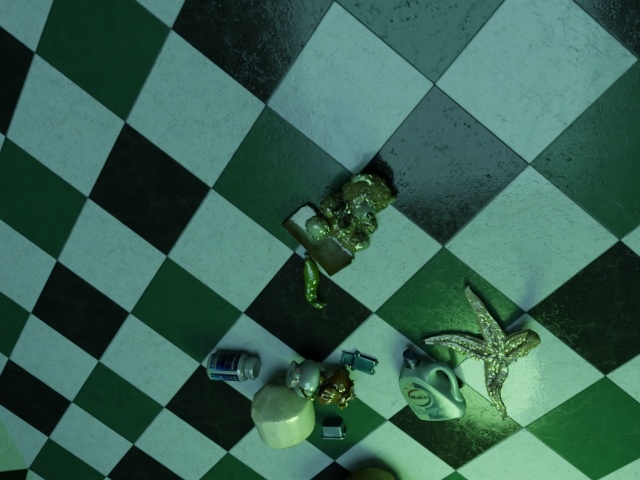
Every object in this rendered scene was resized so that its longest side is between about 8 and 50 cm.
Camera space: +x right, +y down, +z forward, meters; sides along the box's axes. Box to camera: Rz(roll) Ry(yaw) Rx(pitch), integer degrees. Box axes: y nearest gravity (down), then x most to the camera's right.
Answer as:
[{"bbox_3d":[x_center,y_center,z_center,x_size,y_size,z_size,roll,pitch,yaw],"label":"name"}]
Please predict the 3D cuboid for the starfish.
[{"bbox_3d":[0.558,0.371,1.633,0.383,0.132,0.398,33,136,7],"label":"starfish"}]

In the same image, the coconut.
[{"bbox_3d":[-0.146,0.643,1.889,0.237,0.237,0.266,-1,121,15],"label":"coconut"}]

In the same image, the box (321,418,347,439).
[{"bbox_3d":[0.052,0.754,1.985,0.099,0.074,0.054,-6,100,17],"label":"box"}]

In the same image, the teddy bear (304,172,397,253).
[{"bbox_3d":[0.106,-0.097,1.503,0.256,0.156,0.267,-36,142,27],"label":"teddy bear"}]

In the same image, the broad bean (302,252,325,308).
[{"bbox_3d":[-0.030,0.141,1.713,0.070,0.048,0.214,-4,113,23],"label":"broad bean"}]

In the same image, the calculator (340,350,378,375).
[{"bbox_3d":[0.143,0.455,1.841,0.141,0.019,0.094,17,118,7],"label":"calculator"}]

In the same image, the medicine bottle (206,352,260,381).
[{"bbox_3d":[-0.339,0.495,1.933,0.191,0.107,0.107,-1,115,15],"label":"medicine bottle"}]

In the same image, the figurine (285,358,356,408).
[{"bbox_3d":[0.009,0.526,1.820,0.263,0.190,0.142,20,124,-14],"label":"figurine"}]

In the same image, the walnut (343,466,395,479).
[{"bbox_3d":[0.208,1.109,1.980,0.381,0.381,0.382,6,117,12],"label":"walnut"}]

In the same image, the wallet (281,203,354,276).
[{"bbox_3d":[0.000,0.000,1.646,0.137,0.031,0.255,-36,103,26],"label":"wallet"}]

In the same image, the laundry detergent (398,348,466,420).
[{"bbox_3d":[0.380,0.499,1.748,0.214,0.105,0.281,-14,110,33],"label":"laundry detergent"}]
